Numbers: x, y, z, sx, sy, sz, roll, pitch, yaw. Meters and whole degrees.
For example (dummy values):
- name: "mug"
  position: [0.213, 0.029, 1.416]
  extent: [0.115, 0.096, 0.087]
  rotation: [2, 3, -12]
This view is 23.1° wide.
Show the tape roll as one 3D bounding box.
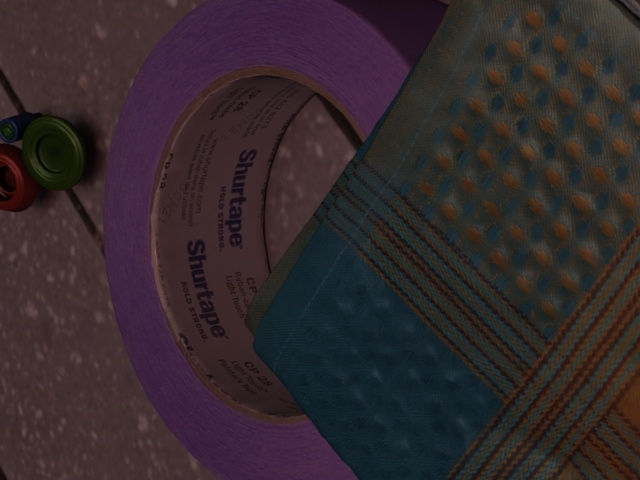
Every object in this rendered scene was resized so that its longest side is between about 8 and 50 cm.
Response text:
- name: "tape roll"
  position: [0.000, 0.000, 0.851]
  extent: [0.274, 0.090, 0.275]
  rotation: [6, 98, 44]

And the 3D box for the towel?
- name: "towel"
  position: [0.144, 0.078, 0.654]
  extent: [0.370, 0.040, 0.271]
  rotation: [47, 124, 19]

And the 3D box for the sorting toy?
- name: "sorting toy"
  position: [-0.192, -0.059, 1.074]
  extent: [0.102, 0.042, 0.061]
  rotation: [-21, 95, 32]
